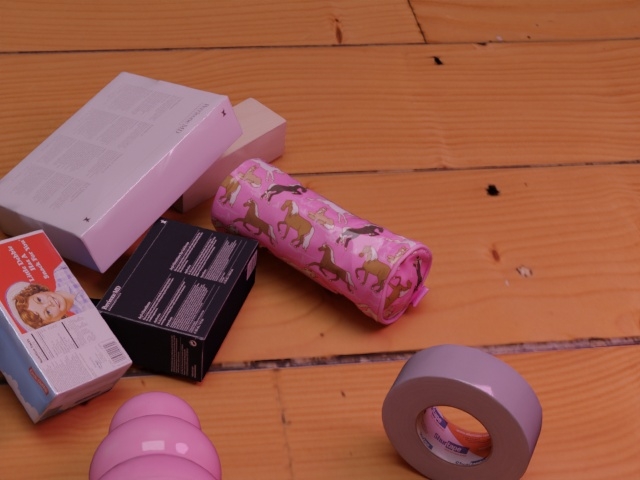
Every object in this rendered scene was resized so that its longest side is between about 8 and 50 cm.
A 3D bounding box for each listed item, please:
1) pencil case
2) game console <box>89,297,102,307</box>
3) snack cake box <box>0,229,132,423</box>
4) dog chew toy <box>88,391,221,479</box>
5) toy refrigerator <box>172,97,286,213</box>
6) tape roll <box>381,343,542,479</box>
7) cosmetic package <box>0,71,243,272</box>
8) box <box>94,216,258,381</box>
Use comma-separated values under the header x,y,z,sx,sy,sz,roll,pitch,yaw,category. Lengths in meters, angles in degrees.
x,y,z,sx,sy,sz,roll,pitch,yaw,category
0.000,0.000,1.952,0.386,0.160,0.167,28,31,26,pencil case
-0.407,0.117,1.841,0.085,0.124,0.144,-19,38,14,game console
-0.424,0.124,1.722,0.152,0.089,0.264,-21,70,-48,snack cake box
-0.219,0.330,1.526,0.206,0.207,0.332,-2,32,-8,dog chew toy
-0.195,-0.162,2.184,0.102,0.094,0.269,35,50,26,toy refrigerator
0.200,0.253,1.625,0.219,0.219,0.072,19,42,17,tape roll
-0.363,-0.132,2.016,0.284,0.097,0.377,17,54,40,cosmetic package
-0.230,0.089,1.868,0.184,0.103,0.261,16,39,9,box
